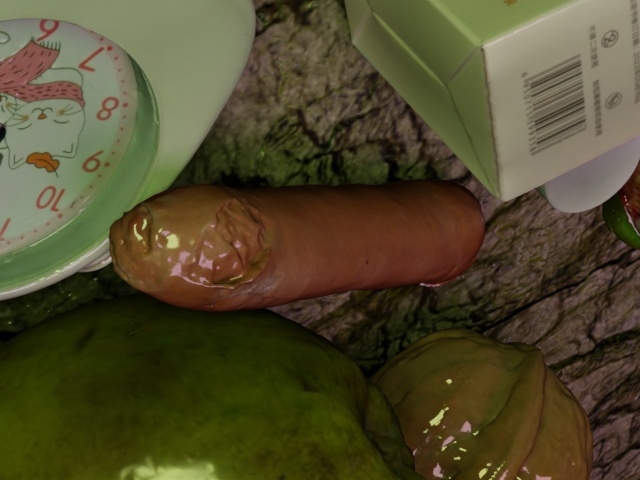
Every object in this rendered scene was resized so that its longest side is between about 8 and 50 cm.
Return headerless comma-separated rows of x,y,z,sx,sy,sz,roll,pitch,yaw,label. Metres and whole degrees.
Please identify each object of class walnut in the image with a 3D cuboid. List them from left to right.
0.128,0.201,1.381,0.224,0.257,0.257,32,109,-9,walnut

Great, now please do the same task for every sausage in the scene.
0.000,0.000,1.120,0.419,0.094,0.094,-5,131,-57,sausage

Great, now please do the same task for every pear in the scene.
-0.124,0.199,1.099,0.413,0.352,0.352,-17,141,14,pear

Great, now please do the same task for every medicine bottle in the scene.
0.155,-0.107,1.139,0.086,0.183,0.086,-19,135,-20,medicine bottle

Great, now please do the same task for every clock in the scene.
-0.216,-0.082,0.961,0.265,0.108,0.324,14,119,-44,clock

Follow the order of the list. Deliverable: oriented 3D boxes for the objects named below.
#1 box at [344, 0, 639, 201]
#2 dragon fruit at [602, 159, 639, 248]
0.207,-0.203,1.056,0.341,0.225,0.143,-26,137,-12,box
0.320,-0.122,1.229,0.268,0.130,0.295,-47,163,22,dragon fruit
